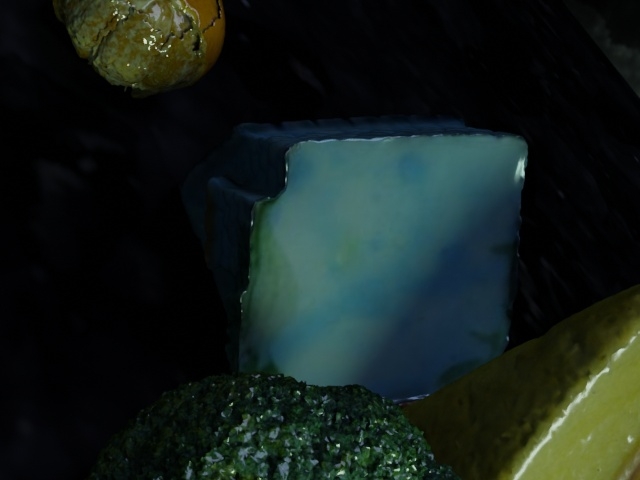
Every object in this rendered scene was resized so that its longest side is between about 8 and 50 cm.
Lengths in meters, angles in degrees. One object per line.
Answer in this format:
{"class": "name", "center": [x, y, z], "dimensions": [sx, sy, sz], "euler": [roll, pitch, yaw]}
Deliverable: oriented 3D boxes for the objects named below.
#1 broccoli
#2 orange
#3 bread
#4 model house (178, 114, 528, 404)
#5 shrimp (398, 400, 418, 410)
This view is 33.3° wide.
{"class": "broccoli", "center": [-0.028, 0.195, 0.623], "dimensions": [0.261, 0.269, 0.242], "euler": [-73, 155, -55]}
{"class": "orange", "center": [-0.162, -0.199, 0.950], "dimensions": [0.156, 0.134, 0.157], "euler": [13, 62, -26]}
{"class": "bread", "center": [0.187, 0.208, 0.753], "dimensions": [0.233, 0.361, 0.245], "euler": [36, 31, -27]}
{"class": "model house", "center": [0.000, 0.000, 0.925], "dimensions": [0.261, 0.226, 0.241], "euler": [-5, 18, -29]}
{"class": "shrimp", "center": [0.061, 0.042, 1.059], "dimensions": [0.164, 0.062, 0.317], "euler": [25, 41, -34]}
